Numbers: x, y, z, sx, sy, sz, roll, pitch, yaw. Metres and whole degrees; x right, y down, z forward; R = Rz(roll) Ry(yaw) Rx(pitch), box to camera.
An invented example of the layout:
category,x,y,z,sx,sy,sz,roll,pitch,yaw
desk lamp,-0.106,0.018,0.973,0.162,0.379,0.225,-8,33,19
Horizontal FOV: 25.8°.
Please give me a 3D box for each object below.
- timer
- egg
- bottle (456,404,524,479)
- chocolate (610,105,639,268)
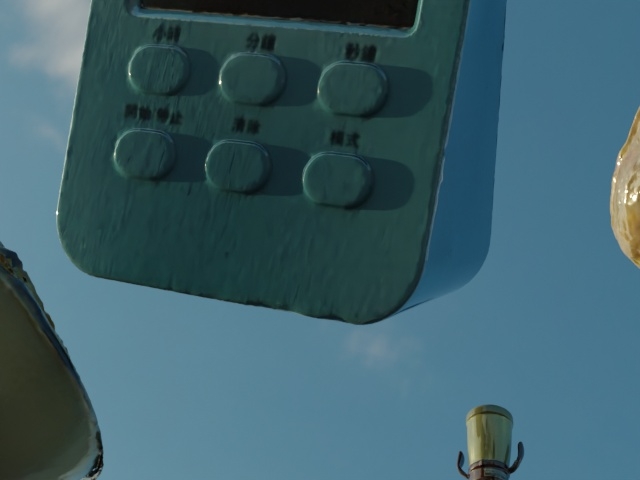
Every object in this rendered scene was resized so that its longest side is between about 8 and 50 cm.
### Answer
category,x,y,z,sx,sy,sz,roll,pitch,yaw
timer,-0.024,-0.095,0.739,0.232,0.091,0.249,8,-80,28
egg,-0.321,0.131,1.232,0.264,0.174,0.286,53,-30,11
bottle,0.162,0.212,1.346,0.047,0.101,0.063,29,-44,-26
chocolate,0.306,-0.115,1.080,0.134,0.134,0.309,17,-81,5
